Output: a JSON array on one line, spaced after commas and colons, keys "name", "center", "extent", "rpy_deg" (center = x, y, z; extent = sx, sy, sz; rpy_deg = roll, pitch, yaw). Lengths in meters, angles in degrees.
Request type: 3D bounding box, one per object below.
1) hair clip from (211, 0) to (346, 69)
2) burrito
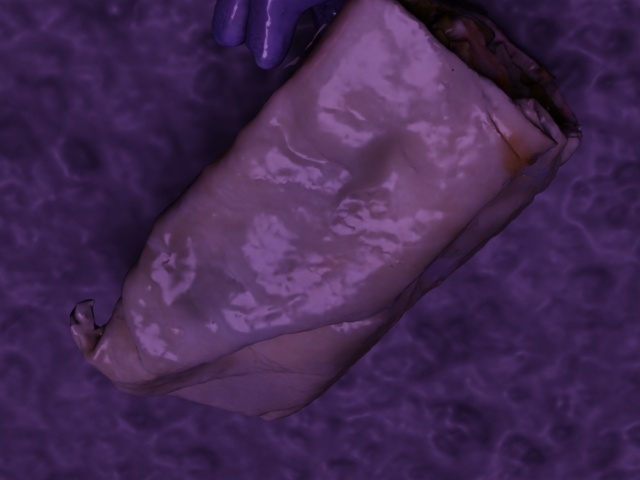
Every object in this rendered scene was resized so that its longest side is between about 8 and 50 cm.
[{"name": "hair clip", "center": [-0.016, -0.213, 1.018], "extent": [0.090, 0.137, 0.278], "rpy_deg": [-20, 124, -27]}, {"name": "burrito", "center": [0.003, 0.001, 1.091], "extent": [0.332, 0.190, 0.135], "rpy_deg": [-48, 70, 24]}]
